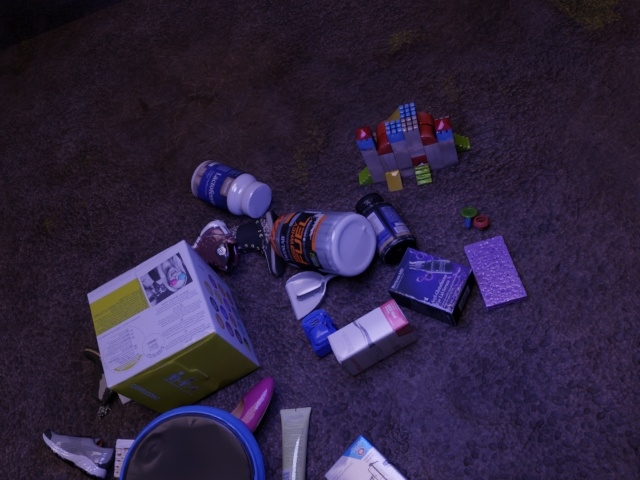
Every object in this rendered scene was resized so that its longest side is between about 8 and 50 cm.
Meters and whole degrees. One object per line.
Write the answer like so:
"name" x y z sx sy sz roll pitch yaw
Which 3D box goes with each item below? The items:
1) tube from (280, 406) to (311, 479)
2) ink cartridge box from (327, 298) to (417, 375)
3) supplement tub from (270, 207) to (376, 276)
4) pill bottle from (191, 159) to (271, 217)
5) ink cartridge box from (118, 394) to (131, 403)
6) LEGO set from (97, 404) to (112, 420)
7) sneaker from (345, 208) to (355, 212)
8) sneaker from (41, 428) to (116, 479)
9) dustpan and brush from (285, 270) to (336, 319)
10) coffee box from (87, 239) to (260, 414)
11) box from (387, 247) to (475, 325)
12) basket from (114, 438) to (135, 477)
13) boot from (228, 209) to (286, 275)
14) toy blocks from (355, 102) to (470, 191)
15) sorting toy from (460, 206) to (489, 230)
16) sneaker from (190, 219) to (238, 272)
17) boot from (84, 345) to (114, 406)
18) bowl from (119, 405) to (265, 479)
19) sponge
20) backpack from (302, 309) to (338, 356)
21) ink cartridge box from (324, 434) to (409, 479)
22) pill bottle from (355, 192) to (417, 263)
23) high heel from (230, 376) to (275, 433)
"tube" -0.071 0.584 1.727 0.070 0.062 0.240 15 52 -22
"ink cartridge box" 0.147 0.278 1.754 0.218 0.158 0.092 -31 58 1
"supplement tub" 0.000 0.000 1.905 0.316 0.193 0.193 6 62 48
"pill bottle" -0.312 -0.177 2.179 0.265 0.153 0.153 22 71 29
"ink cartridge box" -0.609 0.395 1.894 0.045 0.206 0.208 -24 81 -11
"LEGO set" -0.699 0.535 1.995 0.054 0.023 0.083 -18 58 10
"sneaker" 0.102 -0.017 1.999 0.051 0.089 0.170 -2 95 -9
"sneaker" -0.746 0.645 1.918 0.272 0.100 0.108 17 55 23
"dustpan and brush" -0.008 0.139 1.946 0.211 0.060 0.147 -26 56 4
"coffee box" -0.434 0.275 1.858 0.338 0.337 0.334 -28 57 2
"box" 0.323 0.133 1.803 0.207 0.108 0.153 18 70 27
"basket" -0.505 0.635 1.787 0.113 0.167 0.103 -4 65 18
"boot" -0.214 0.028 2.077 0.179 0.085 0.236 -18 62 18
"toy blocks" 0.277 -0.321 1.983 0.382 0.261 0.190 -11 59 13
"sorting toy" 0.471 -0.059 1.904 0.061 0.042 0.102 -29 43 -16
"sneaker" -0.375 0.081 2.061 0.162 0.106 0.281 43 105 24
"boot" -0.730 0.439 2.023 0.198 0.077 0.137 20 66 29
"bowl" -0.343 0.638 1.646 0.392 0.077 0.390 -1 74 2
"sponge" 0.507 0.092 1.806 0.117 0.031 0.210 -19 57 9
"backpack" 0.002 0.265 1.851 0.098 0.101 0.120 -27 53 -4
"ink cartridge box" 0.137 0.633 1.602 0.148 0.086 0.203 -46 57 -9
"pill bottle" 0.198 -0.043 1.938 0.123 0.123 0.219 -30 56 2
"high heel" -0.292 0.516 1.758 0.181 0.127 0.377 38 78 -10
